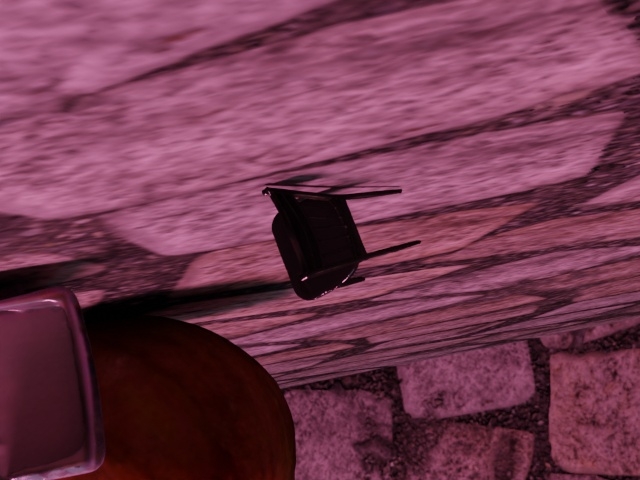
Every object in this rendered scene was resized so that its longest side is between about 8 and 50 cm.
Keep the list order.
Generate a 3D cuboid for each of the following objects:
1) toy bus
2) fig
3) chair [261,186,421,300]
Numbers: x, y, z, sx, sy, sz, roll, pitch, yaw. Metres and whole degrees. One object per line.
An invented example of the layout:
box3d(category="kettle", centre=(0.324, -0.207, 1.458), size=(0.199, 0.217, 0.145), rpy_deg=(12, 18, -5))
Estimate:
box3d(category="toy bus", centre=(-0.234, 0.079, 0.651), size=(0.274, 0.090, 0.112), rpy_deg=(-9, 179, -14))
box3d(category="fig", centre=(-0.114, 0.128, 0.888), size=(0.205, 0.205, 0.205), rpy_deg=(-10, 173, -1))
box3d(category="chair", centre=(-0.002, 0.001, 0.583), size=(0.042, 0.037, 0.086), rpy_deg=(-28, 168, 32))
